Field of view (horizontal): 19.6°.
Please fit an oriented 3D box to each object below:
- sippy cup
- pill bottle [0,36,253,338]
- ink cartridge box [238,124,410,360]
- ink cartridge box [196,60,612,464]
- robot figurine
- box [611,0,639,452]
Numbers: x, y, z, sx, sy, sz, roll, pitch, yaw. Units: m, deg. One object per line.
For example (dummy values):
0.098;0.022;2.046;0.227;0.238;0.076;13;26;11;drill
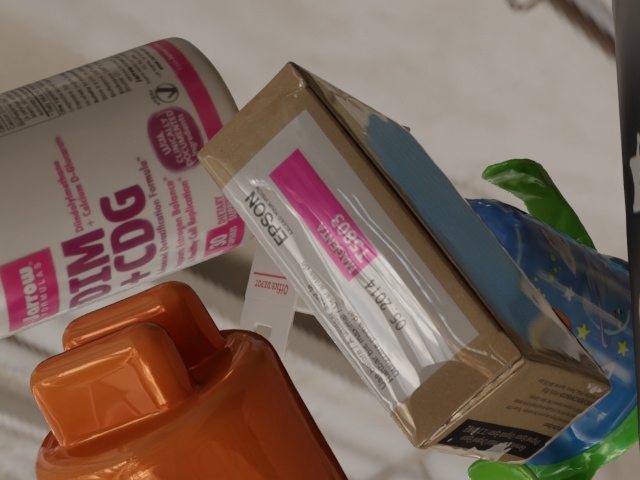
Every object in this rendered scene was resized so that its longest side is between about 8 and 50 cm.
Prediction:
0.183;0.077;1.744;0.224;0.240;0.305;37;-168;-39;sippy cup
-0.198;-0.025;1.291;0.160;0.283;0.160;54;156;37;pill bottle
0.000;0.000;1.324;0.060;0.180;0.104;13;178;-22;ink cartridge box
0.055;0.019;1.131;0.235;0.088;0.193;53;-166;23;ink cartridge box
-0.049;0.131;0.863;0.219;0.128;0.158;61;165;-17;robot figurine
0.269;-0.132;0.472;0.480;0.297;0.472;145;124;-82;box
